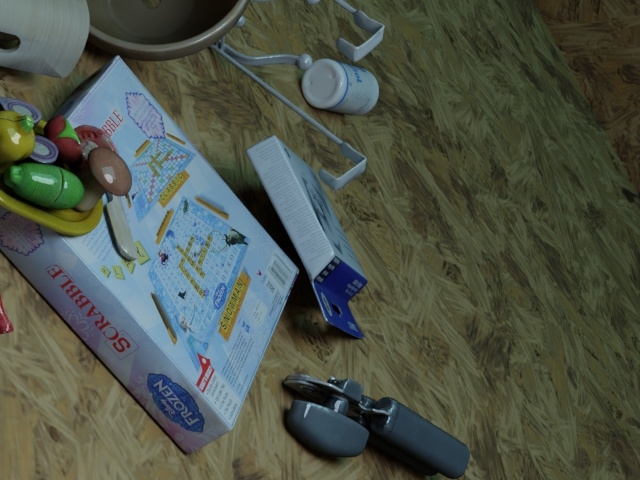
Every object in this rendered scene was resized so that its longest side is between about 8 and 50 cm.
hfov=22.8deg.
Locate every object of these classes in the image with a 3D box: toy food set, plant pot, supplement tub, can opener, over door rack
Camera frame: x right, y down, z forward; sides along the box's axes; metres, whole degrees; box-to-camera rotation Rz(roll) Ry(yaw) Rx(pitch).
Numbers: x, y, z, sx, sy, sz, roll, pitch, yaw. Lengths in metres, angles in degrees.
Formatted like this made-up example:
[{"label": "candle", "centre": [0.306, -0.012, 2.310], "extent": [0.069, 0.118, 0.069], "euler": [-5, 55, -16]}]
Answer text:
[{"label": "toy food set", "centre": [-0.373, -0.314, 1.618], "extent": [0.219, 0.092, 0.306], "euler": [9, 51, -44]}, {"label": "plant pot", "centre": [-0.192, -0.299, 1.816], "extent": [0.110, 0.237, 0.237], "euler": [104, -37, -69]}, {"label": "supplement tub", "centre": [0.028, -0.213, 2.219], "extent": [0.107, 0.071, 0.071], "euler": [3, 58, -60]}, {"label": "can opener", "centre": [0.059, 0.226, 1.803], "extent": [0.283, 0.076, 0.095], "euler": [35, 65, -40]}, {"label": "over door rack", "centre": [-0.022, -0.253, 1.901], "extent": [0.108, 0.239, 0.324], "euler": [-25, 56, -24]}, {"label": "toy food set", "centre": [-0.231, -0.077, 1.445], "extent": [0.218, 0.071, 0.128], "euler": [26, 40, -47]}]

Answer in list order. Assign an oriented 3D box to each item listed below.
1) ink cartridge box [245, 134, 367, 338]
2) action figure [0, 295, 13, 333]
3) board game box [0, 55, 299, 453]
[{"label": "ink cartridge box", "centre": [0.000, 0.000, 1.880], "extent": [0.224, 0.045, 0.223], "euler": [65, 7, 12]}, {"label": "action figure", "centre": [-0.356, -0.048, 1.343], "extent": [0.091, 0.139, 0.280], "euler": [-14, 96, -67]}, {"label": "board game box", "centre": [-0.173, 0.005, 1.615], "extent": [0.318, 0.066, 0.319], "euler": [51, 26, -15]}]
